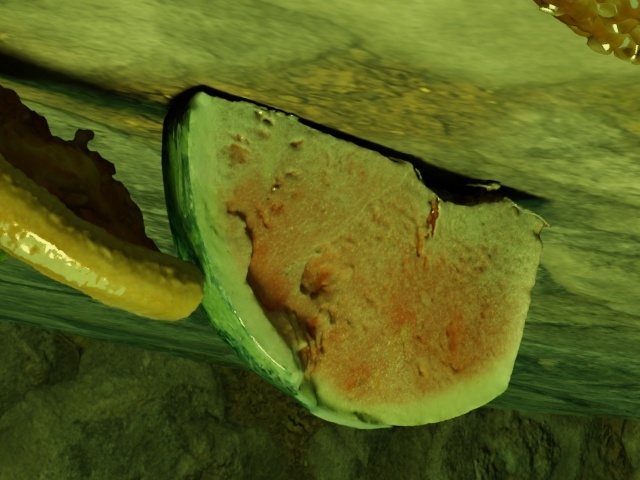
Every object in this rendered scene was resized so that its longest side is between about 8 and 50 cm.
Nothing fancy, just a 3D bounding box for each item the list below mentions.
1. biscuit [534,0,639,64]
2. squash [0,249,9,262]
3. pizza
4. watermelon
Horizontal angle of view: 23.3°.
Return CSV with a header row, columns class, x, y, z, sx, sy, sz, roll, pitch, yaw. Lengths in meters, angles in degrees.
class,x,y,z,sx,sy,sz,roll,pitch,yaw
biscuit,0.211,-0.087,0.534,0.305,0.038,0.305,9,171,1
squash,-0.424,-0.023,1.530,0.252,0.066,0.066,12,171,-24
pizza,-0.181,-0.043,0.926,0.271,0.056,0.134,41,-155,-2
watermelon,0.000,0.000,1.042,0.305,0.224,0.180,19,123,-37
